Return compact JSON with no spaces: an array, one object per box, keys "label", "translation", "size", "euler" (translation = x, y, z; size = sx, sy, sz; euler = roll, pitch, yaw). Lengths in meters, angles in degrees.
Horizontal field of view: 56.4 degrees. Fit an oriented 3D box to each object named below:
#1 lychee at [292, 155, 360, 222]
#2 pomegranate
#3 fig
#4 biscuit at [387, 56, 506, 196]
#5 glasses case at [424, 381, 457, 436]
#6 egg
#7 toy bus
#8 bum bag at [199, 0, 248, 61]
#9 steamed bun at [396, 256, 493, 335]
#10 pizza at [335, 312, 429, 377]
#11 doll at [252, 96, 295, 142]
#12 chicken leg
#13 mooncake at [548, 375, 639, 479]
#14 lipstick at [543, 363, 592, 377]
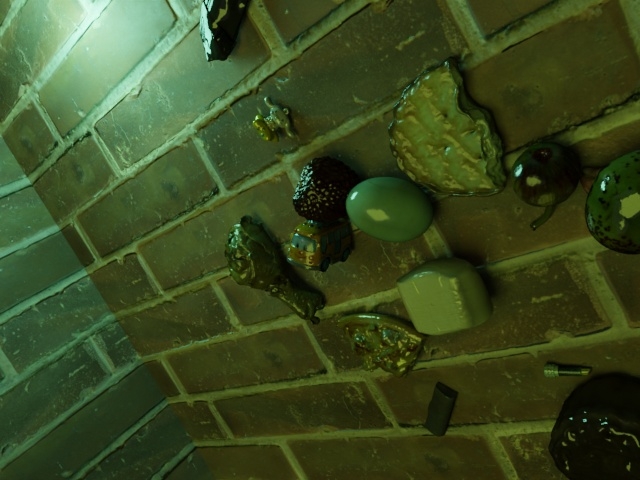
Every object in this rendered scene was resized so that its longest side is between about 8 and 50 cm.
[{"label":"lychee","translation":[0.023,-0.138,1.664],"size":[0.188,0.188,0.188],"euler":[19,126,29]},{"label":"pomegranate","translation":[0.622,-0.089,1.222],"size":[0.248,0.214,0.214],"euler":[-132,33,-54]},{"label":"fig","translation":[0.505,-0.104,1.347],"size":[0.149,0.149,0.245],"euler":[15,146,31]},{"label":"biscuit","translation":[0.311,-0.265,1.427],"size":[0.329,0.078,0.335],"euler":[24,128,29]},{"label":"glasses case","translation":[0.376,0.535,1.882],"size":[0.072,0.042,0.190],"euler":[29,131,31]},{"label":"egg","translation":[0.180,-0.082,1.560],"size":[0.231,0.168,0.168],"euler":[13,126,6]},{"label":"toy bus","translation":[0.000,0.000,1.742],"size":[0.126,0.209,0.136],"euler":[19,116,31]},{"label":"bum bag","translation":[-0.271,-0.634,1.656],"size":[0.142,0.080,0.326],"euler":[41,134,16]},{"label":"steamed bun","translation":[0.335,0.139,1.593],"size":[0.250,0.155,0.200],"euler":[-17,101,50]},{"label":"pizza","translation":[0.190,0.337,1.878],"size":[0.324,0.089,0.223],"euler":[6,116,36]},{"label":"doll","translation":[-0.127,-0.340,1.740],"size":[0.135,0.071,0.113],"euler":[33,114,10]},{"label":"chicken leg","translation":[-0.152,0.116,1.976],"size":[0.429,0.201,0.152],"euler":[41,163,3]},{"label":"mooncake","translation":[0.742,0.507,1.474],"size":[0.324,0.187,0.323],"euler":[21,129,28]},{"label":"lipstick","translation":[0.645,0.341,1.556],"size":[0.116,0.037,0.037],"euler":[-5,112,36]}]
